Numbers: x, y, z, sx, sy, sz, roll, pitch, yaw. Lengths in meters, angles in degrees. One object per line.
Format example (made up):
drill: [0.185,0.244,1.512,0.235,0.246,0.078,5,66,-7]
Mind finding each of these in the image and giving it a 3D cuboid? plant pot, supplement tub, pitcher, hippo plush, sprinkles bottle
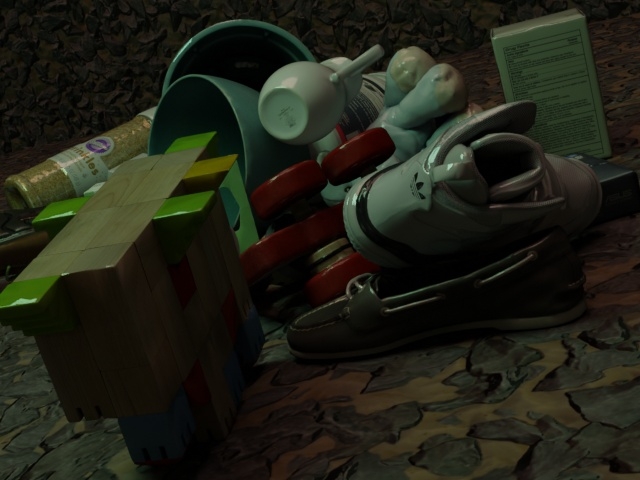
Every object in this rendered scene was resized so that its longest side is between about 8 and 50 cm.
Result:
plant pot: [-0.167,-0.297,2.373,0.341,0.341,0.334,-16,7,-3]
supplement tub: [0.043,-0.194,1.983,0.191,0.191,0.272,0,21,46]
pitcher: [0.004,-0.237,1.685,0.178,0.125,0.207,-36,2,32]
plant pot: [-0.133,-0.130,1.816,0.195,0.290,0.290,-5,5,-40]
hippo plush: [0.099,-0.154,1.689,0.237,0.234,0.294,-36,42,-27]
sprinkles bottle: [-0.429,-0.140,2.092,0.355,0.121,0.121,-32,21,-33]

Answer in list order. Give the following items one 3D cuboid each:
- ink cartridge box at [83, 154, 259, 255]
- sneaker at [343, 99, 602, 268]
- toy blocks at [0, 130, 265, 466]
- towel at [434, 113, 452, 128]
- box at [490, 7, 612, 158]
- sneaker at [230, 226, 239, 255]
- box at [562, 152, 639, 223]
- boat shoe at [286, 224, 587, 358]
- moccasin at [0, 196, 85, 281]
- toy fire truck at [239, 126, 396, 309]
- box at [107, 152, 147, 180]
ink cartridge box: [-0.225,-0.025,1.661,0.235,0.171,0.056,-11,16,16]
sneaker: [0.223,-0.058,1.211,0.366,0.137,0.210,-7,-13,-32]
toy blocks: [-0.156,0.083,1.061,0.191,0.260,0.381,-9,22,14]
towel: [0.151,-0.296,2.306,0.228,0.076,0.308,14,-2,-32]
box: [0.369,-0.240,1.739,0.149,0.232,0.127,-12,16,11]
sneaker: [-0.246,0.064,1.434,0.169,0.108,0.292,-3,27,37]
box: [0.288,-0.052,1.465,0.233,0.059,0.183,-17,16,-5]
boat shoe: [0.115,0.053,1.169,0.335,0.095,0.112,-10,15,17]
moccasin: [-0.481,0.013,1.885,0.380,0.146,0.139,-16,28,-17]
toy fire truck: [0.000,0.000,1.429,0.302,0.169,0.254,-27,-7,-35]
box: [-0.292,-0.087,2.012,0.171,0.091,0.130,16,24,18]
